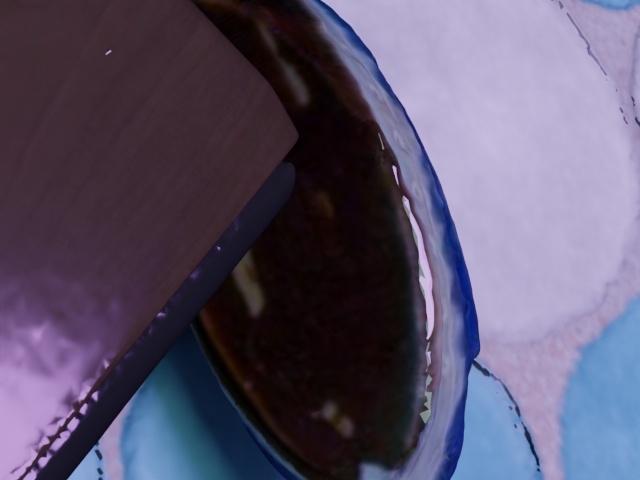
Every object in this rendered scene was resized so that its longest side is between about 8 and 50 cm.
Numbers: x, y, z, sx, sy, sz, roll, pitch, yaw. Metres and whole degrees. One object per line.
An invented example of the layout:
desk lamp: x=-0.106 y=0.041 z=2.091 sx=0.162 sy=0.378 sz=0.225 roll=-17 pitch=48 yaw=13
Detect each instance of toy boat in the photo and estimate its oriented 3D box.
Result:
toy boat: x=0.000 y=0.000 z=0.759 sx=0.115 sy=0.114 sz=0.262 roll=21 pitch=48 yaw=-73

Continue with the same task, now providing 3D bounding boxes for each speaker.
speaker: x=-0.148 y=-0.004 z=0.607 sx=0.192 sy=0.153 sz=0.231 roll=46 pitch=48 yaw=-9
